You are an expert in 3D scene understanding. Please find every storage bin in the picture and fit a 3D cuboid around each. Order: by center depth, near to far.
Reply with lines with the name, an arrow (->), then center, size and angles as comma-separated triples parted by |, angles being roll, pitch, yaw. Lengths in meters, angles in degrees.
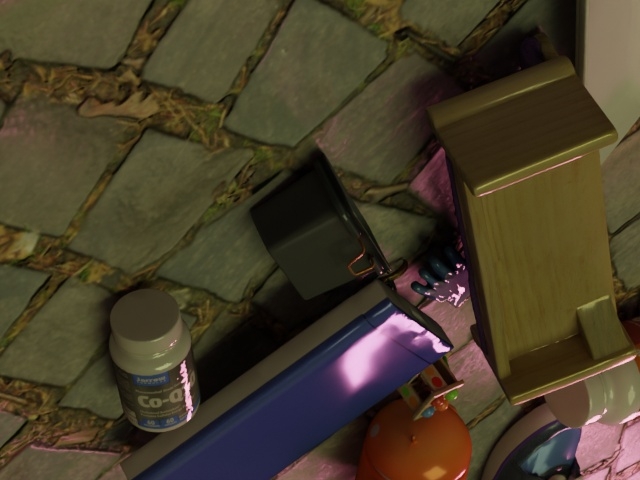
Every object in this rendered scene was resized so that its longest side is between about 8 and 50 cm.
storage bin -> 0.000, 0.000, 1.573 | 0.091, 0.098, 0.135 | -30, 145, 4

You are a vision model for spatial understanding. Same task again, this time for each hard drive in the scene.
hard drive -> -0.028, 0.169, 1.708 | 0.319, 0.040, 0.210 | -36, 154, 9

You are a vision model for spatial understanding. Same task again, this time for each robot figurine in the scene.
robot figurine -> 0.106, 0.268, 1.925 | 0.158, 0.128, 0.219 | -9, 137, -20

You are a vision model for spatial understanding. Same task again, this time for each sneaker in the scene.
sneaker -> 0.303, 0.391, 2.135 | 0.130, 0.236, 0.322 | -3, 132, -40

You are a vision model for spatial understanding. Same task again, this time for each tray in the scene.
tray -> 0.288, -0.190, 1.641 | 0.145, 0.030, 0.270 | -49, 151, -28

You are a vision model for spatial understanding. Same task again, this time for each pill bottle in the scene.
pill bottle -> -0.157, 0.113, 1.559 | 0.078, 0.078, 0.137 | -26, 142, -18
pill bottle -> 0.387, 0.160, 2.058 | 0.216, 0.121, 0.121 | -16, 138, -30

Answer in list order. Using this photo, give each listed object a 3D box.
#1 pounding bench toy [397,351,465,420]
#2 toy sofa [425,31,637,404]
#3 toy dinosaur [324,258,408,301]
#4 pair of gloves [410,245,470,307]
pounding bench toy -> 0.129, 0.155, 1.844 | 0.083, 0.065, 0.052 | -19, 155, -39
toy sofa -> 0.205, -0.018, 1.659 | 0.150, 0.177, 0.362 | -22, 138, -5
toy dinosaur -> 0.048, 0.064, 1.723 | 0.090, 0.047, 0.082 | -9, 149, -47
pair of gloves -> 0.109, 0.075, 1.781 | 0.198, 0.023, 0.159 | -41, 157, 8
